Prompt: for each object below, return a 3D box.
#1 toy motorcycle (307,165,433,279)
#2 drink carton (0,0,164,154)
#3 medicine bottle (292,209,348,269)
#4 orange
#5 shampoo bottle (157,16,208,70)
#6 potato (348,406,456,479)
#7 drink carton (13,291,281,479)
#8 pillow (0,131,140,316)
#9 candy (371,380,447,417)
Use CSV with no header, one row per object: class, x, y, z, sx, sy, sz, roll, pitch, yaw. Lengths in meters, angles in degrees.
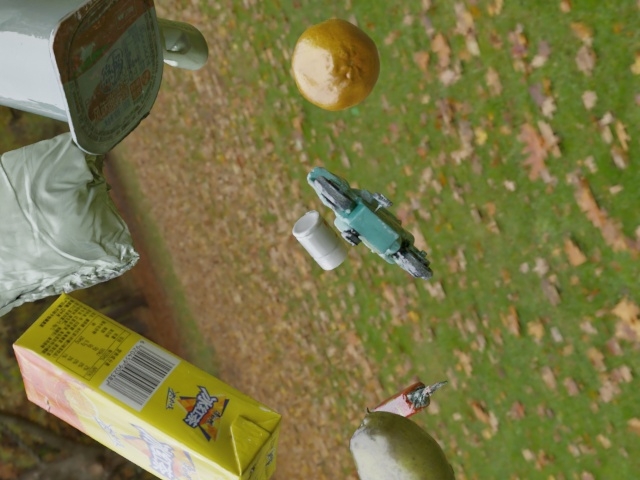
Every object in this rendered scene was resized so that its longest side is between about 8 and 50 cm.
toy motorcycle,0.099,-0.040,1.872,0.296,0.109,0.198,39,-174,-19
drink carton,-0.314,-0.215,1.125,0.191,0.190,0.185,85,-156,-43
medicine bottle,0.000,0.000,1.591,0.089,0.057,0.057,50,177,-27
orange,0.029,-0.303,1.664,0.136,0.159,0.159,25,136,68
shampoo bottle,-0.341,-0.414,1.984,0.118,0.087,0.234,51,-155,17
potato,0.137,0.373,1.548,0.251,0.149,0.113,60,-149,-9
drink carton,-0.226,0.221,1.274,0.351,0.111,0.154,26,143,14
pillow,-0.466,-0.025,1.586,0.138,0.310,0.283,66,-173,-70
candy,0.183,0.370,2.149,0.059,0.086,0.292,57,142,7
